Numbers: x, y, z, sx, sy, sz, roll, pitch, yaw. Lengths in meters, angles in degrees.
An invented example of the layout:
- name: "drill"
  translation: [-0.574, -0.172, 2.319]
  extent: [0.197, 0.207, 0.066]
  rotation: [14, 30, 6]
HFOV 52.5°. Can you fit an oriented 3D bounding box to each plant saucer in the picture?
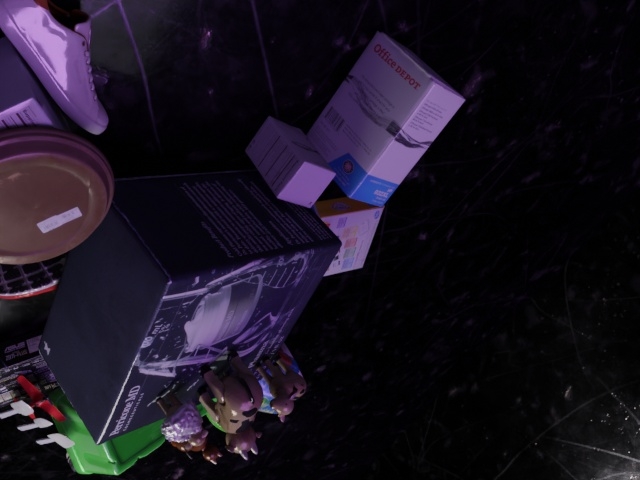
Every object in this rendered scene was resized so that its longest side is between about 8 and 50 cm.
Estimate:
- name: "plant saucer"
  translation: [-0.464, -0.058, 1.037]
  extent: [0.278, 0.041, 0.278]
  rotation: [-24, 145, -18]

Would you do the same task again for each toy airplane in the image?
- name: "toy airplane"
  translation: [-0.670, 0.379, 1.520]
  extent: [0.028, 0.151, 0.151]
  rotation: [-53, 161, -44]

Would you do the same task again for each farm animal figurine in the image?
- name: "farm animal figurine"
  translation: [-0.168, 0.372, 1.425]
  extent: [0.330, 0.172, 0.326]
  rotation: [-34, 154, -19]

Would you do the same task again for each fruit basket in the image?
- name: "fruit basket"
  translation: [-0.517, 0.429, 1.715]
  extent: [0.392, 0.392, 0.283]
  rotation: [-21, 109, -18]

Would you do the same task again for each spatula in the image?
- name: "spatula"
  translation: [-0.696, 0.453, 1.572]
  extent: [0.168, 0.019, 0.242]
  rotation: [43, 139, -19]

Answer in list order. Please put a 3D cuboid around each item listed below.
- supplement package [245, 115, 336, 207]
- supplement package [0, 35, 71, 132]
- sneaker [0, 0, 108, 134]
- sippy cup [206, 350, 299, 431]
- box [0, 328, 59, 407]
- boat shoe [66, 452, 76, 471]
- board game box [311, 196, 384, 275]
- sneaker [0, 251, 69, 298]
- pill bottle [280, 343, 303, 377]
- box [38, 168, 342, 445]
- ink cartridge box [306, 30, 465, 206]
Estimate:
- name: "supplement package"
  translation: [-0.068, -0.173, 1.430]
  extent: [0.105, 0.179, 0.105]
  rotation: [15, 121, -47]
- name: "supplement package"
  translation: [-0.558, -0.155, 1.055]
  extent: [0.263, 0.199, 0.198]
  rotation: [-29, 144, -9]
- name: "sneaker"
  translation: [-0.412, -0.301, 1.085]
  extent: [0.123, 0.106, 0.290]
  rotation: [-29, 142, -4]
- name: "sippy cup"
  translation: [-0.192, 0.378, 1.833]
  extent: [0.224, 0.240, 0.305]
  rotation: [26, 100, -18]
- name: "box"
  translation: [-0.705, 0.303, 1.545]
  extent: [0.180, 0.077, 0.147]
  rotation: [-19, 141, -20]
- name: "boat shoe"
  translation: [-0.654, 0.629, 1.954]
  extent: [0.206, 0.065, 0.075]
  rotation: [-21, 141, -18]
- name: "board game box"
  translation: [0.000, 0.000, 1.768]
  extent: [0.317, 0.064, 0.242]
  rotation: [-11, 137, -29]
- name: "sneaker"
  translation: [-0.560, 0.082, 1.398]
  extent: [0.279, 0.107, 0.118]
  rotation: [-14, 144, -25]
- name: "pill bottle"
  translation: [-0.207, 0.442, 2.012]
  extent: [0.283, 0.161, 0.161]
  rotation: [-28, 143, -9]
- name: "box"
  translation: [-0.284, 0.119, 1.413]
  extent: [0.472, 0.297, 0.480]
  rotation: [-10, 138, -47]
- name: "ink cartridge box"
  translation: [0.133, -0.267, 1.446]
  extent: [0.129, 0.223, 0.307]
  rotation: [12, 123, -45]
